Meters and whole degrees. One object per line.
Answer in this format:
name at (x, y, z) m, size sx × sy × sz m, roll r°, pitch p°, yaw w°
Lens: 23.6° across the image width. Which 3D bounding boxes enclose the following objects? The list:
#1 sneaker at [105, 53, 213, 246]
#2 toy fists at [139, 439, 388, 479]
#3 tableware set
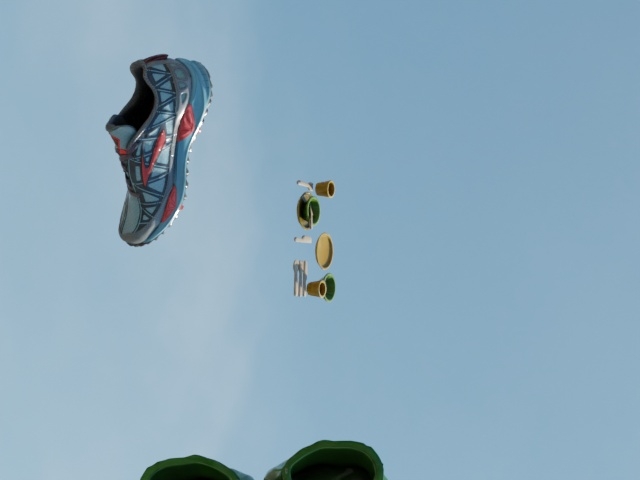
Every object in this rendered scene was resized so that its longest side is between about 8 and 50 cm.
sneaker at (-0.241, -0.123, 2.036) m, size 0.104 × 0.125 × 0.262 m, roll 21°, pitch -82°, yaw 50°
toy fists at (-0.062, 0.281, 1.608) m, size 0.142 × 0.279 × 0.096 m, roll 91°, pitch -9°, yaw -46°
tableware set at (0.000, 0.000, 1.932) m, size 0.024 × 0.104 × 0.154 m, roll 0°, pitch -94°, yaw 26°
